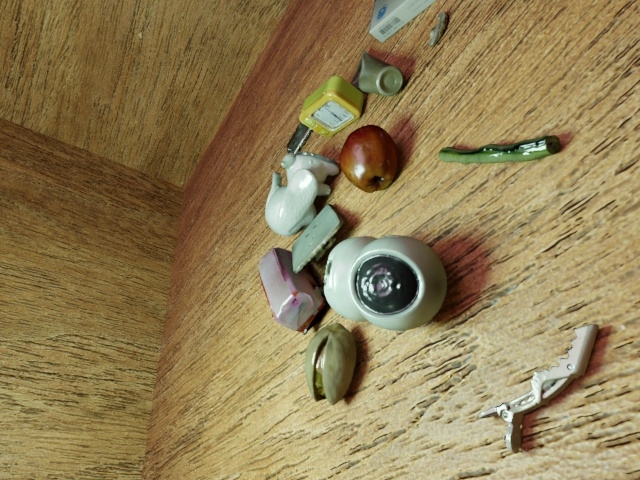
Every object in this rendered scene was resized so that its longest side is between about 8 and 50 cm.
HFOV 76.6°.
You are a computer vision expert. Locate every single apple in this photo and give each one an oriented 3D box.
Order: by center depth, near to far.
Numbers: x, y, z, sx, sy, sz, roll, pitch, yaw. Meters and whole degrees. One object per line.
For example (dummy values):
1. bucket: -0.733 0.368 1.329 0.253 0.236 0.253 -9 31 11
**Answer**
1. apple: 0.127 -0.213 1.067 0.156 0.147 0.158 -31 44 17

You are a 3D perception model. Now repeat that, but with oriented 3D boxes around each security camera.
1. security camera: 0.142 0.083 0.817 0.236 0.195 0.194 2 74 53

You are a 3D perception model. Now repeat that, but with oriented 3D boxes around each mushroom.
1. mushroom: 0.319 -0.573 1.100 0.049 0.019 0.101 18 87 61

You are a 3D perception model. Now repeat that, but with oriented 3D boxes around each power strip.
1. power strip: 0.000 0.000 1.200 0.198 0.065 0.213 -46 19 11

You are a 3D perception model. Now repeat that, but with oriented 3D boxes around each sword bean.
1. sword bean: 0.335 -0.175 0.806 0.269 0.038 0.043 16 91 61

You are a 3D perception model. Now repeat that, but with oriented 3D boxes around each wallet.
1. wallet: -0.067 -0.449 1.639 0.232 0.031 0.121 -54 35 25

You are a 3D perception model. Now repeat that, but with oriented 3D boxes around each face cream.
1. face cream: 0.161 -0.520 1.278 0.341 0.084 0.137 -114 42 -60

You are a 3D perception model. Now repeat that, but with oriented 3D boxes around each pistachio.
1. pistachio: 0.025 0.286 0.950 0.124 0.125 0.184 0 78 59

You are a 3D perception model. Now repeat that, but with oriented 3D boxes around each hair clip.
1. hair clip: 0.325 0.213 0.580 0.226 0.034 0.072 -54 36 21

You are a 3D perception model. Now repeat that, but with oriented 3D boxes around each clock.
1. clock: 0.036 -0.440 1.354 0.202 0.143 0.096 -20 48 54

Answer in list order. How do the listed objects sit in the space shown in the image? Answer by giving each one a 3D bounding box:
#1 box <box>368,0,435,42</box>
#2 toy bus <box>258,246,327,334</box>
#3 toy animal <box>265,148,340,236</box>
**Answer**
1. box: 0.293 -0.782 1.228 0.343 0.065 0.200 -14 60 55
2. toy bus: -0.088 0.133 1.202 0.127 0.147 0.302 -54 34 14
3. toy animal: -0.074 -0.162 1.327 0.249 0.174 0.289 -31 45 48
